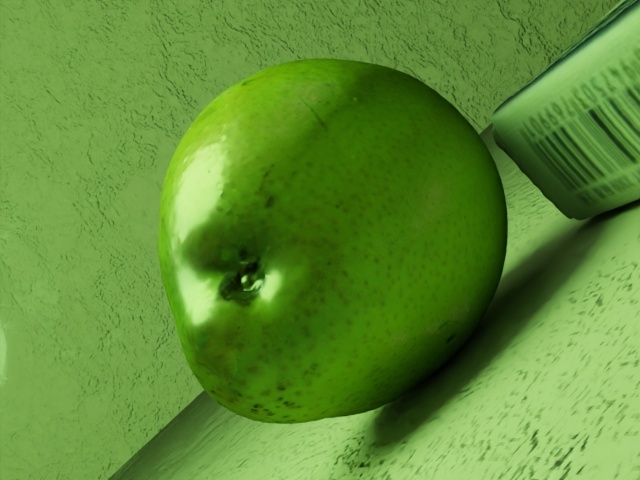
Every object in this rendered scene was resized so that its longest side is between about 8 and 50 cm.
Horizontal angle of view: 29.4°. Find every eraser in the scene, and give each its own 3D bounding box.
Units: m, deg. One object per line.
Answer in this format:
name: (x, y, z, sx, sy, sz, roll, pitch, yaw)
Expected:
eraser: (0.180, -0.091, 0.556, 0.124, 0.081, 0.279, -42, 1, -12)

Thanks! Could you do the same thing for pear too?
pear: (0.000, 0.000, 0.635, 0.187, 0.187, 0.219, -41, -5, 41)
